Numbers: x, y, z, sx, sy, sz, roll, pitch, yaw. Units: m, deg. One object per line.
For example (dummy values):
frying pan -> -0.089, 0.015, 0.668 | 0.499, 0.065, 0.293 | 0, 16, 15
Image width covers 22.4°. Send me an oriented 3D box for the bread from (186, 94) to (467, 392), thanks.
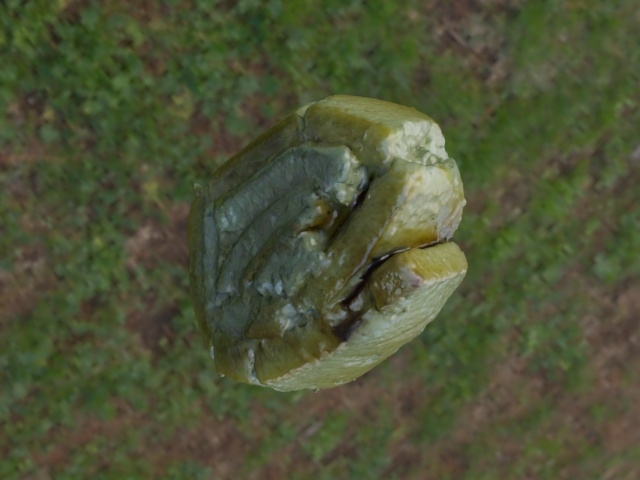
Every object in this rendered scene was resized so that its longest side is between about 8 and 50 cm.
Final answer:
bread -> 0.000, 0.000, 0.713 | 0.064, 0.117, 0.156 | 0, 151, -40
